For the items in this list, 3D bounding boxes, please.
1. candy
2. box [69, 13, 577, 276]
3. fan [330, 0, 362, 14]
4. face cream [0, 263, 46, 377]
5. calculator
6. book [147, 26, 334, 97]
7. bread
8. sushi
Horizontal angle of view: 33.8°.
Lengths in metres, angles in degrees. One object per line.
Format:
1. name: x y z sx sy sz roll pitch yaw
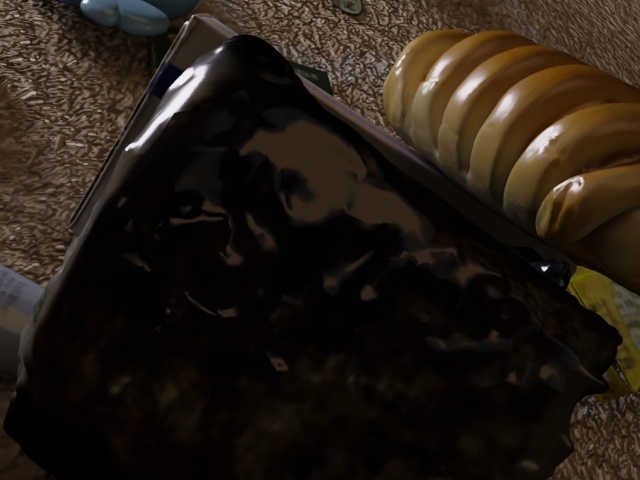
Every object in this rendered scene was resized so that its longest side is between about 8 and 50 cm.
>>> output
1. candy: 0.347 0.077 1.090 0.297 0.081 0.187 0 52 -36
2. box: 0.000 0.000 0.822 0.343 0.200 0.065 33 16 -2
3. fan: 0.022 -0.301 1.312 0.080 0.003 0.060 -4 51 -39
4. face cream: -0.280 0.025 0.716 0.198 0.057 0.084 26 38 -7
5. calculator: -0.219 -0.298 1.089 0.188 0.042 0.303 6 43 -24
6. book: -0.064 -0.096 1.019 0.202 0.027 0.264 12 44 -24
7. bread: 0.160 -0.068 0.738 0.173 0.121 0.311 25 12 -35
8. sushi: -0.019 0.069 0.658 0.294 0.299 0.281 34 17 -5
